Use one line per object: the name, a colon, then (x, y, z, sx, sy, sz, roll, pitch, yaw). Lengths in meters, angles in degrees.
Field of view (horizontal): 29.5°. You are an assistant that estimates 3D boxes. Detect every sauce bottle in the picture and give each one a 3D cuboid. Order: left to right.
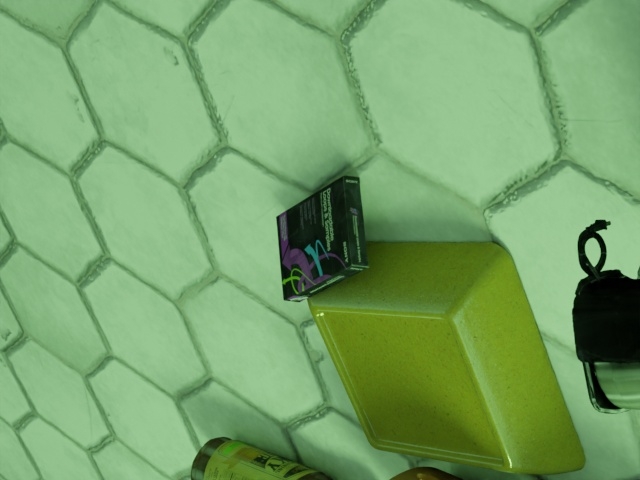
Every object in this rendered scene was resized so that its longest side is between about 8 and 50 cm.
sauce bottle: (-0.047, 0.400, 1.885, 0.344, 0.111, 0.111, 13, 131, 36)

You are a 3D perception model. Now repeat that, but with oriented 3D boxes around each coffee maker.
coffee maker: (0.312, 0.069, 1.038, 0.178, 0.120, 0.171, -9, 115, 51)

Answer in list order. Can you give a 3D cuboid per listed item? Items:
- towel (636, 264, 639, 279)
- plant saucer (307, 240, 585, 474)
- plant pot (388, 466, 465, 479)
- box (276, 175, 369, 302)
towel: (0.412, -0.030, 1.044, 0.235, 0.121, 0.283, 29, 141, 26)
plant saucer: (0.131, 0.161, 1.522, 0.333, 0.081, 0.333, 0, 122, 44)
plant pot: (0.160, 0.434, 1.591, 0.203, 0.291, 0.291, 36, 144, 42)
box: (0.000, 0.000, 1.499, 0.162, 0.029, 0.116, -29, 61, 51)
